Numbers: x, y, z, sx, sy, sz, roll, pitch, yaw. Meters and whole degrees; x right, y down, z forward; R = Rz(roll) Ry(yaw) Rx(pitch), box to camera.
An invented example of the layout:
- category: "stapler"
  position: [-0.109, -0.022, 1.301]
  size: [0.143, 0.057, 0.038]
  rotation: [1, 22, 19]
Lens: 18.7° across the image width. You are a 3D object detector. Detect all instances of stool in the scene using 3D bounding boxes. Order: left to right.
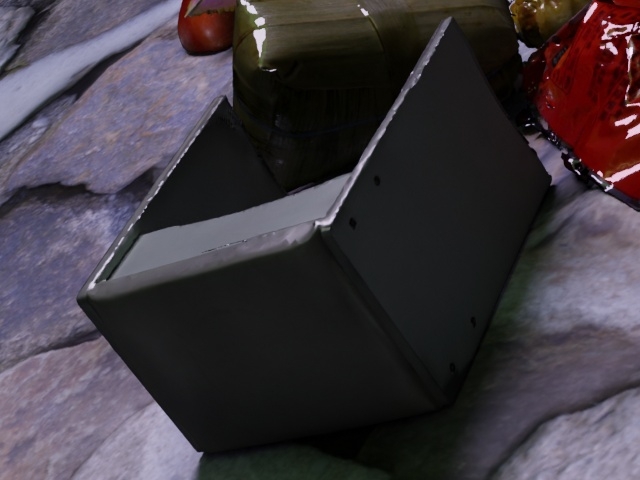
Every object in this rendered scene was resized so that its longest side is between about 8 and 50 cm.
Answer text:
- category: "stool"
  position: [0.000, 0.000, 1.464]
  size: [0.243, 0.170, 0.269]
  rotation: [-14, 31, 37]

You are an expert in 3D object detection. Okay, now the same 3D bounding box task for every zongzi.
- category: "zongzi"
  position: [0.044, -0.113, 1.707]
  size: [0.251, 0.274, 0.125]
  rotation: [-6, 56, -9]

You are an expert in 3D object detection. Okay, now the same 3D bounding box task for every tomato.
- category: "tomato"
  position: [-0.110, -0.285, 2.236]
  size: [0.155, 0.069, 0.155]
  rotation: [-29, 24, 15]

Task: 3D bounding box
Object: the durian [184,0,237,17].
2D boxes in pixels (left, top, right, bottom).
- category: "durian"
  position: [0.019, -0.335, 2.108]
  size: [0.341, 0.112, 0.191]
  rotation: [-15, 42, 29]

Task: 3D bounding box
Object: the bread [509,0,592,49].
- category: "bread"
  position: [0.321, -0.279, 1.670]
  size: [0.367, 0.084, 0.077]
  rotation: [-34, -15, 1]

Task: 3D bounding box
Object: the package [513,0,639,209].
- category: "package"
  position: [0.245, -0.135, 1.513]
  size: [0.194, 0.071, 0.269]
  rotation: [-57, 23, 6]
